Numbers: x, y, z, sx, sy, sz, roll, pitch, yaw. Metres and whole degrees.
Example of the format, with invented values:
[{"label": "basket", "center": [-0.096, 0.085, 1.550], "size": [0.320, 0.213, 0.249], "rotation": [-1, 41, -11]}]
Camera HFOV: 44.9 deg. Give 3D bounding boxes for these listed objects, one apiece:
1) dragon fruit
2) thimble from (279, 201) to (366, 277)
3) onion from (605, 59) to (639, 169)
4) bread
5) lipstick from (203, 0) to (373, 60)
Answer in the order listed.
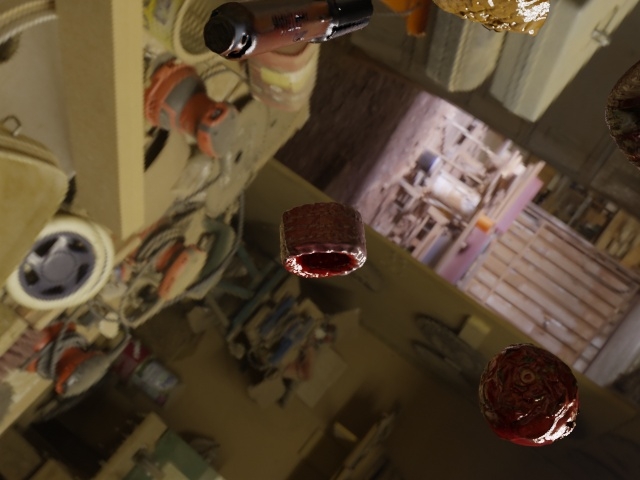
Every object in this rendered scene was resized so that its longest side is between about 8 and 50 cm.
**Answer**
[{"label": "dragon fruit", "center": [0.470, 0.349, 1.757], "size": [0.241, 0.241, 0.252], "rotation": [-56, 171, 9]}, {"label": "thimble", "center": [0.006, 0.002, 1.716], "size": [0.163, 0.190, 0.125], "rotation": [104, -15, -61]}, {"label": "onion", "center": [0.577, -0.185, 1.219], "size": [0.207, 0.206, 0.216], "rotation": [-42, -166, -10]}, {"label": "bread", "center": [0.313, -0.471, 1.382], "size": [0.139, 0.229, 0.143], "rotation": [111, -6, -76]}, {"label": "lipstick", "center": [-0.031, -0.299, 1.048], "size": [0.418, 0.077, 0.077], "rotation": [-39, 160, -58]}]
